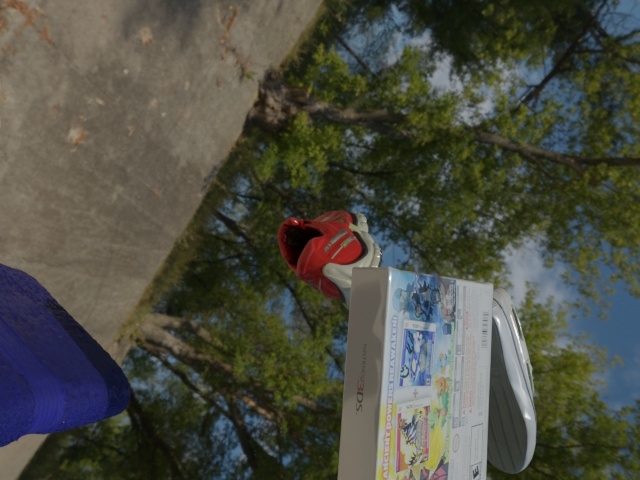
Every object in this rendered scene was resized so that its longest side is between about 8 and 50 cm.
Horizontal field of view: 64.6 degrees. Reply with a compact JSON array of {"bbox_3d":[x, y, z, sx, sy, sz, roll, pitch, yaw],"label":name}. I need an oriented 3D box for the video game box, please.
[{"bbox_3d":[0.096,0.134,0.468,0.048,0.187,0.205,-1,-99,42],"label":"video game box"}]

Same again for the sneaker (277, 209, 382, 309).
[{"bbox_3d":[0.000,0.000,0.682,0.279,0.119,0.107,-127,-119,-76],"label":"sneaker"}]

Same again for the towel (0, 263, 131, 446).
[{"bbox_3d":[-0.305,0.089,0.431,0.076,0.228,0.308,-46,169,-8],"label":"towel"}]

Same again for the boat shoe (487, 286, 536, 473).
[{"bbox_3d":[0.226,0.166,0.610,0.076,0.226,0.083,-22,-163,-38],"label":"boat shoe"}]
